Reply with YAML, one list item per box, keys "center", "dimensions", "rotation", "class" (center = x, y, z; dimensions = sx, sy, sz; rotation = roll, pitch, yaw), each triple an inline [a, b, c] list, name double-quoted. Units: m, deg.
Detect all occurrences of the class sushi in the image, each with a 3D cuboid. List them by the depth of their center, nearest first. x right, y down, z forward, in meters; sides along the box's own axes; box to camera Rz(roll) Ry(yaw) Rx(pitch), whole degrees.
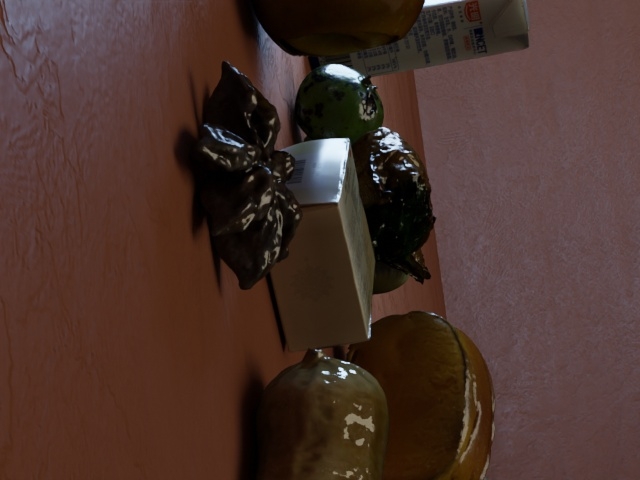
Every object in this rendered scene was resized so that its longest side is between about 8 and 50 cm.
- center: [0.070, -0.028, 1.823]
  dimensions: [0.287, 0.149, 0.140]
  rotation: [83, -7, -60]
  class: "sushi"

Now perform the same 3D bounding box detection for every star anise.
- center: [-0.065, -0.052, 1.330]
  dimensions: [0.212, 0.073, 0.197]
  rotation: [-83, 160, -52]
  class: "star anise"

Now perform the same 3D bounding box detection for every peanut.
- center: [-0.001, 0.193, 1.337]
  dimensions: [0.224, 0.129, 0.129]
  rotation: [-88, 166, -49]
  class: "peanut"

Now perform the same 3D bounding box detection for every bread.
- center: [0.125, 0.225, 1.881]
  dimensions: [0.142, 0.195, 0.269]
  rotation: [54, 32, -57]
  class: "bread"

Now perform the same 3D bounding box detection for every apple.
- center: [0.017, -0.306, 1.671]
  dimensions: [0.237, 0.237, 0.207]
  rotation: [58, 42, -68]
  class: "apple"

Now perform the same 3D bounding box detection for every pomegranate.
- center: [0.015, -0.153, 1.870]
  dimensions: [0.122, 0.122, 0.161]
  rotation: [-84, -160, -59]
  class: "pomegranate"

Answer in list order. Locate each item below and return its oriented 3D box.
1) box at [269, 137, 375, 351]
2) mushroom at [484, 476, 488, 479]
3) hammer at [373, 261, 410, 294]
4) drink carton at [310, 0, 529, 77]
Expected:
- center: [0.000, 0.000, 1.612]
  dimensions: [0.212, 0.095, 0.168]
  rotation: [-80, 161, -67]
  class: "box"
- center: [0.266, 0.472, 2.203]
  dimensions: [0.292, 0.290, 0.292]
  rotation: [-11, 90, -85]
  class: "mushroom"
- center: [0.070, -0.017, 2.074]
  dimensions: [0.305, 0.113, 0.202]
  rotation: [51, 34, -83]
  class: "hammer"
- center: [0.137, -0.321, 2.080]
  dimensions: [0.130, 0.315, 0.106]
  rotation: [-88, 165, -48]
  class: "drink carton"
